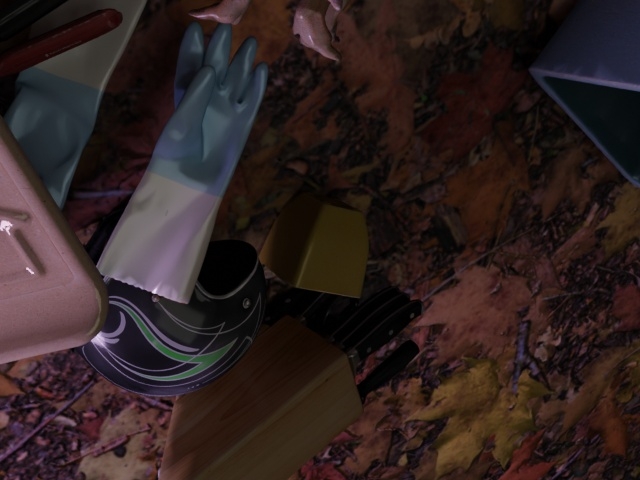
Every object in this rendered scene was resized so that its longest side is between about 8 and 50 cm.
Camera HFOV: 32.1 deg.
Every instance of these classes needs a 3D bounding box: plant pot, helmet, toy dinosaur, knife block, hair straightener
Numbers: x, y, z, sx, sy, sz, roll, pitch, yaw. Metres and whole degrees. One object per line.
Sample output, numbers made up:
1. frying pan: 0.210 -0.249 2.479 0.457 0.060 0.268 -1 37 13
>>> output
1. plant pot: 0.412 -0.193 1.099 0.248 0.247 0.252 35 82 -39
2. helmet: -0.135 0.058 0.994 0.161 0.169 0.169 33 100 -23
3. plant pot: 0.000 0.000 1.088 0.081 0.081 0.083 11 102 -34
4. toy dinosaur: -0.010 -0.256 0.832 0.127 0.295 0.200 19 109 -5
5. knife block: -0.014 0.151 1.075 0.242 0.275 0.088 -9 128 11
6. hair straightener: -0.271 -0.157 0.851 0.230 0.047 0.089 -25 88 6

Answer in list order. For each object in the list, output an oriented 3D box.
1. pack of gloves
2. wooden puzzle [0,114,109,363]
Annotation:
1. pack of gloves: -0.156 -0.087 0.873 0.195 0.046 0.232 20 91 -11
2. wooden puzzle: -0.359 -0.044 0.798 0.322 0.080 0.347 -14 125 12
